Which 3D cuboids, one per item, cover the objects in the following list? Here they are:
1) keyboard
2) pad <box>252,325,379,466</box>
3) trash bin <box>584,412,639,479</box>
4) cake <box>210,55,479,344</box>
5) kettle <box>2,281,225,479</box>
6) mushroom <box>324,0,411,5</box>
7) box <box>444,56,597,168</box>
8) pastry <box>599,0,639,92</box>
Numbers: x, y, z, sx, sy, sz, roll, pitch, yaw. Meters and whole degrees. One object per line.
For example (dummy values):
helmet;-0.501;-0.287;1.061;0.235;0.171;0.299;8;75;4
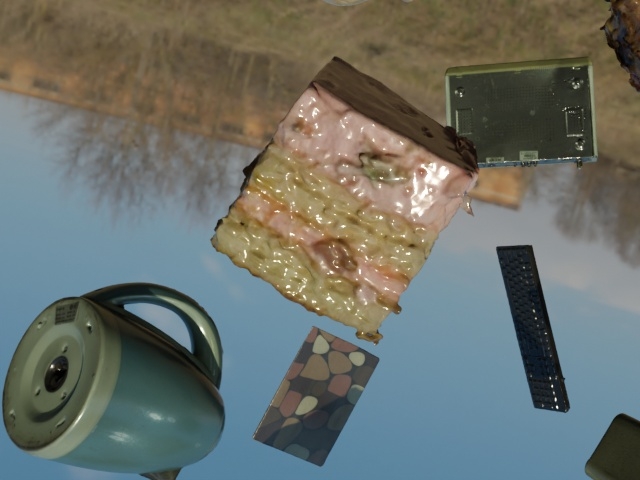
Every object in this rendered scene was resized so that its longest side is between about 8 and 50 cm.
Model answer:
keyboard;0.381;0.157;1.946;0.018;0.309;0.101;-17;-174;-28
pad;-0.006;0.286;1.977;0.158;0.235;0.003;27;-177;-24
trash bin;0.511;0.353;1.499;0.164;0.122;0.240;35;176;-40
cake;0.042;-0.076;1.644;0.314;0.306;0.293;29;-156;-4
kettle;-0.287;0.223;1.752;0.247;0.319;0.342;-1;159;45
mushroom;0.072;-0.399;1.459;0.204;0.204;0.204;14;-172;-2
box;0.364;-0.224;1.980;0.270;0.210;0.045;-1;172;11
pastry;0.604;-0.328;1.685;0.337;0.292;0.405;28;-150;-38
